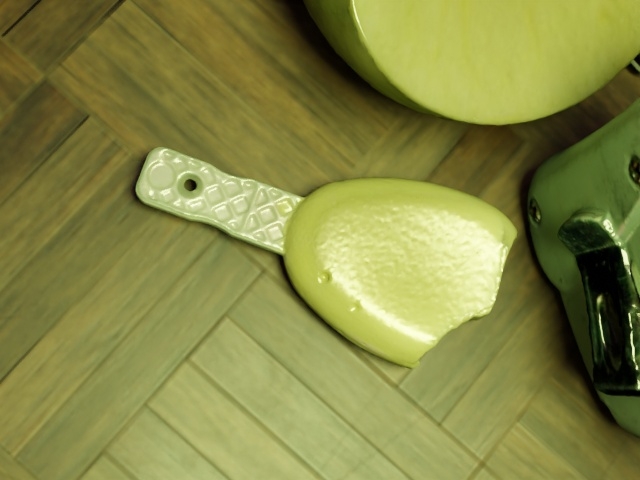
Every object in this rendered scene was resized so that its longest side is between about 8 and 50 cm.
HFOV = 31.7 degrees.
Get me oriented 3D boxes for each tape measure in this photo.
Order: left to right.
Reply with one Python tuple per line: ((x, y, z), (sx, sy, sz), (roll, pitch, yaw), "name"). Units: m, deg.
((0.225, 0.016, 0.692), (0.125, 0.243, 0.246), (-16, 83, -11), "tape measure")

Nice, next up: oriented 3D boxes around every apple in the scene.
((0.114, -0.240, 0.716), (0.257, 0.295, 0.233), (-4, 42, -28), "apple")

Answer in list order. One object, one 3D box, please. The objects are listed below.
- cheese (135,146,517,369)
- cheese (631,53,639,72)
((0.000, 0.000, 0.757), (0.255, 0.050, 0.127), (18, 79, -4), "cheese")
((0.290, -0.182, 0.845), (0.162, 0.036, 0.086), (-42, 92, -14), "cheese")
